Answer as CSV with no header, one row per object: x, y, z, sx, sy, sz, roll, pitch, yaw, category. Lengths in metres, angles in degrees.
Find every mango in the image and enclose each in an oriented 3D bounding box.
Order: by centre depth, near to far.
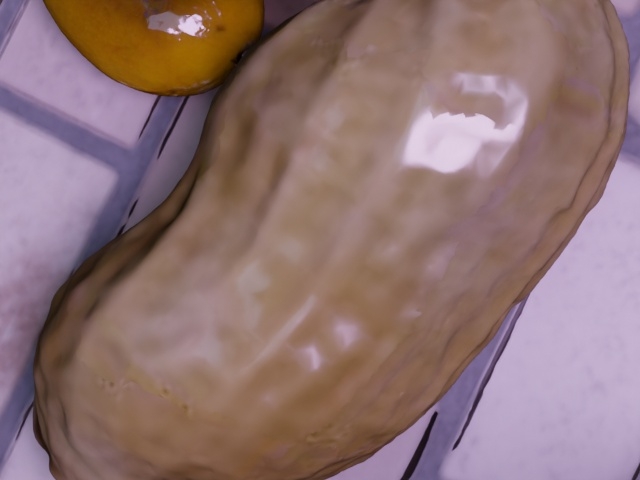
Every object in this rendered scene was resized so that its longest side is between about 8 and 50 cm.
-0.096,-0.143,0.984,0.101,0.066,0.187,-41,73,4,mango

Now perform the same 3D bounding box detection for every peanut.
0.005,0.004,0.907,0.174,0.158,0.340,35,96,-11,peanut
